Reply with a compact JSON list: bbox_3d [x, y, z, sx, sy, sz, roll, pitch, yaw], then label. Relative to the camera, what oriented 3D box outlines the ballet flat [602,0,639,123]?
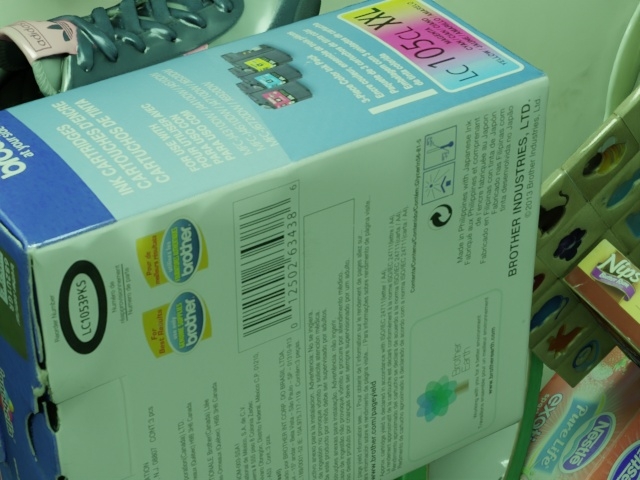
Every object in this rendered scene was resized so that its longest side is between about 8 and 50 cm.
[{"bbox_3d":[0.366,-0.198,1.333,0.164,0.182,0.482,7,122,-47],"label":"ballet flat"}]

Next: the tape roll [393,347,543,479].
[{"bbox_3d":[0.100,0.134,1.261,0.321,0.077,0.321,-37,132,-57],"label":"tape roll"}]

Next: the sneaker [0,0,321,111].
[{"bbox_3d":[-0.127,-0.103,0.935,0.319,0.112,0.131,-46,141,-18],"label":"sneaker"}]

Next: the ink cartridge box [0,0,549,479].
[{"bbox_3d":[-0.067,0.040,0.896,0.395,0.151,0.270,-21,129,-28],"label":"ink cartridge box"}]

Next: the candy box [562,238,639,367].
[{"bbox_3d":[0.279,0.081,1.263,0.053,0.109,0.187,-45,145,4],"label":"candy box"}]

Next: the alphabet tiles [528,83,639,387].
[{"bbox_3d":[0.274,-0.011,1.267,0.285,0.011,0.342,-45,145,3],"label":"alphabet tiles"}]

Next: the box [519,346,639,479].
[{"bbox_3d":[0.263,0.230,1.433,0.300,0.142,0.154,-47,114,-19],"label":"box"}]
